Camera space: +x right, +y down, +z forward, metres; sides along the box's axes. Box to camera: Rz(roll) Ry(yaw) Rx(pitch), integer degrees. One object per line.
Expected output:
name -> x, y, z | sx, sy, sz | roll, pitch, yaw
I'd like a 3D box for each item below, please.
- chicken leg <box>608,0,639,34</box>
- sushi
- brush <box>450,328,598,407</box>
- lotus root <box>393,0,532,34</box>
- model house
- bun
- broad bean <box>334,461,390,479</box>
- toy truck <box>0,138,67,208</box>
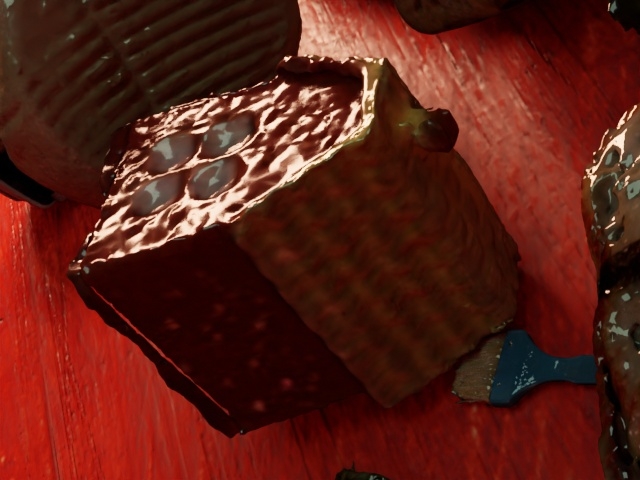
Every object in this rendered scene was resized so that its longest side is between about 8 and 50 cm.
chicken leg -> 0.328, -0.254, 0.856 | 0.361, 0.140, 0.212 | -21, 68, 16
sushi -> 0.216, 0.032, 0.737 | 0.130, 0.124, 0.332 | -17, 51, 27
brush -> 0.152, 0.079, 0.844 | 0.164, 0.014, 0.051 | -3, 60, 40
lotus root -> 0.145, -0.292, 0.998 | 0.193, 0.193, 0.291 | 12, 60, 46
model house -> 0.000, 0.000, 0.894 | 0.254, 0.196, 0.160 | -16, 40, 32
bun -> -0.149, -0.145, 1.122 | 0.281, 0.281, 0.205 | -59, 22, -11
broad bean -> -0.002, 0.272, 0.814 | 0.144, 0.049, 0.292 | 3, 60, 51
toy truck -> -0.243, -0.155, 1.316 | 0.124, 0.114, 0.253 | 4, 62, 59
